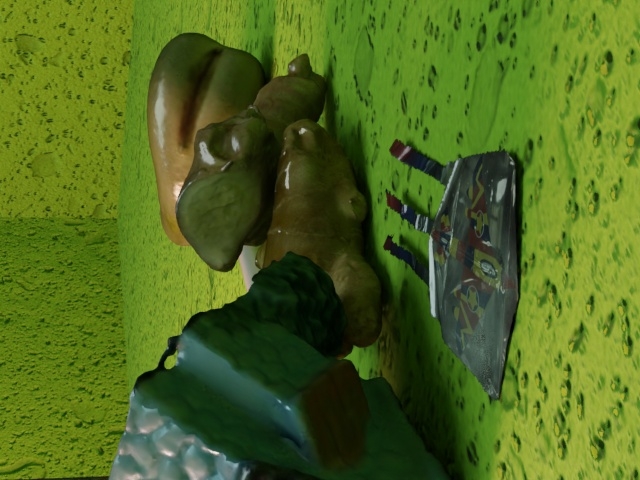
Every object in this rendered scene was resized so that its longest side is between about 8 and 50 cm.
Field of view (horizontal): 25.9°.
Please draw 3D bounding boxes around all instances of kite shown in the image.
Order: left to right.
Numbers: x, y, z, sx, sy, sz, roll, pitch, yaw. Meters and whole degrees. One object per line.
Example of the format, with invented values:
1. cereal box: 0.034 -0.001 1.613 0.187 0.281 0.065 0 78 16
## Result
1. kite: 0.075 -0.004 0.859 0.245 0.015 0.141 -132 46 -71

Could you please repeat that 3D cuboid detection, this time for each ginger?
1. ginger: -0.052 -0.063 1.162 0.213 0.074 0.137 -58 -17 -56
2. ginger: -0.007 0.012 1.068 0.115 0.081 0.205 121 150 -45

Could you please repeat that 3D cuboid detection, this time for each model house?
1. model house: 0.001 0.186 0.904 0.226 0.241 0.261 -29 -35 -54

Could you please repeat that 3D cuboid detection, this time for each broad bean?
1. broad bean: -0.123 -0.099 1.533 0.263 0.121 0.189 90 -164 -50

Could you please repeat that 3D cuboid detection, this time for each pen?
1. pen: -0.065 0.039 1.457 0.269 0.033 0.033 -111 24 -58

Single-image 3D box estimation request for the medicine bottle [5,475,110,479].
1. medicine bottle: -0.147 0.320 1.139 0.256 0.325 0.256 180 90 -79
